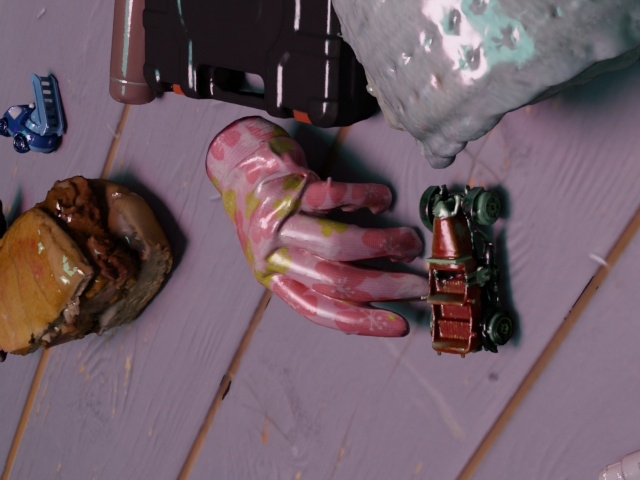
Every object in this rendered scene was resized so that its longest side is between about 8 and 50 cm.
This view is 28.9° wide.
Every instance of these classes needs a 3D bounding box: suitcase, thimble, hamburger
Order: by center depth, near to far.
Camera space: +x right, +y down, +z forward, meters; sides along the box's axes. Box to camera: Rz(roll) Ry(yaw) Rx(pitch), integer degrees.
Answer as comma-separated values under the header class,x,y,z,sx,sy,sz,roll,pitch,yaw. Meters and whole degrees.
class,x,y,z,sx,sy,sz,roll,pitch,yaw
thimble,0.132,-0.166,0.865,0.250,0.205,0.172,-26,87,30
suitcase,-0.063,-0.223,1.155,0.285,0.066,0.206,18,113,43
hamburger,-0.289,0.035,1.400,0.282,0.155,0.245,21,113,44

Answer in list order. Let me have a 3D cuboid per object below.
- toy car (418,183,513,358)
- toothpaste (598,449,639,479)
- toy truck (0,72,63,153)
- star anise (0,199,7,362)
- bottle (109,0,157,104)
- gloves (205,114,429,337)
class,x,y,z,sx,sy,sz,roll,pitch,yaw
toy car,0.117,0.025,1.041,0.073,0.054,0.143,4,104,45
toothpaste,0.285,0.154,0.919,0.190,0.031,0.048,-33,74,43
toy truck,-0.337,-0.151,1.477,0.073,0.056,0.090,41,114,26
star anise,-0.457,0.041,1.612,0.283,0.129,0.212,-1,117,51
bottle,-0.192,-0.214,1.302,0.053,0.053,0.140,27,119,39
gloves,-0.009,0.001,1.124,0.241,0.126,0.145,54,131,31
